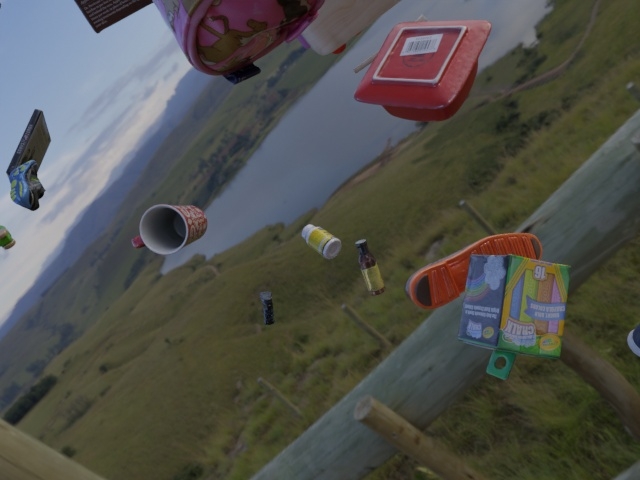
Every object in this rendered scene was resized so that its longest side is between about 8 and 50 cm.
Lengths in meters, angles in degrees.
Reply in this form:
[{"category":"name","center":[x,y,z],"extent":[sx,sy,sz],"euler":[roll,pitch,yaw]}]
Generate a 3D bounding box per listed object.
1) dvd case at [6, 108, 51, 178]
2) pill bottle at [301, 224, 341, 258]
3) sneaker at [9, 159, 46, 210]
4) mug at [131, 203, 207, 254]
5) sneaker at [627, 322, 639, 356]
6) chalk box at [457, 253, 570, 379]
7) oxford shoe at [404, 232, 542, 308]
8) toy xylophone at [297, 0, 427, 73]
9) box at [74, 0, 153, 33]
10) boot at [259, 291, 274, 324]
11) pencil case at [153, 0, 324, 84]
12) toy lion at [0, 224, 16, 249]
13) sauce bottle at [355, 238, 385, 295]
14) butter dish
[{"category":"dvd case","center":[-0.923,-0.271,1.696],"extent":[0.179,0.029,0.239],"euler":[129,152,-62]},{"category":"pill bottle","center":[0.000,0.000,1.528],"extent":[0.116,0.065,0.065],"euler":[34,81,38]},{"category":"sneaker","center":[-0.783,-0.147,1.432],"extent":[0.067,0.078,0.188],"euler":[-29,49,4]},{"category":"mug","center":[-0.356,-0.036,1.269],"extent":[0.169,0.150,0.113],"euler":[-46,-40,-80]},{"category":"sneaker","center":[0.636,0.165,0.849],"extent":[0.086,0.226,0.163],"euler":[-62,-24,-29]},{"category":"chalk box","center":[0.342,0.139,0.958],"extent":[0.132,0.131,0.213],"euler":[174,106,-74]},{"category":"oxford shoe","center":[0.382,0.064,1.365],"extent":[0.363,0.130,0.133],"euler":[-17,4,-5]},{"category":"toy xylophone","center":[0.085,-0.488,1.096],"extent":[0.322,0.236,0.081],"euler":[-27,48,12]},{"category":"box","center":[-0.615,-0.766,1.387],"extent":[0.191,0.382,0.143],"euler":[-28,33,0]},{"category":"boot","center":[-0.191,0.245,1.932],"extent":[0.045,0.099,0.121],"euler":[-6,13,-11]},{"category":"pencil case","center":[-0.152,-0.359,0.551],"extent":[0.160,0.386,0.167],"euler":[-31,-9,-8]},{"category":"toy lion","center":[-0.604,0.005,0.945],"extent":[0.100,0.034,0.096],"euler":[-38,44,-22]},{"category":"sauce bottle","center":[0.111,0.060,1.210],"extent":[0.042,0.128,0.042],"euler":[-17,15,4]},{"category":"butter dish","center":[0.157,-0.225,0.766],"extent":[0.160,0.118,0.160],"euler":[16,69,38]}]
